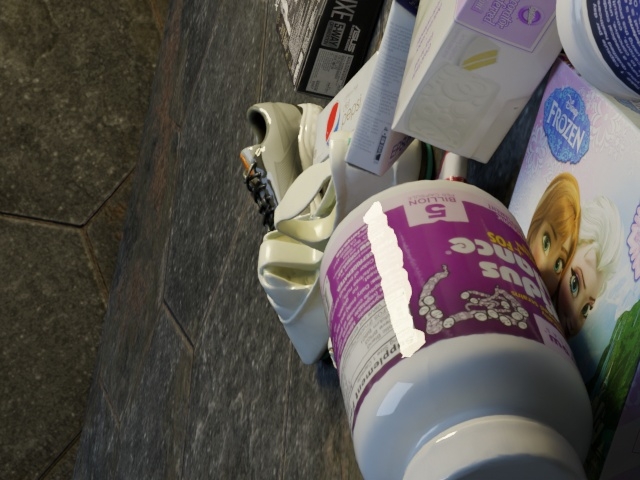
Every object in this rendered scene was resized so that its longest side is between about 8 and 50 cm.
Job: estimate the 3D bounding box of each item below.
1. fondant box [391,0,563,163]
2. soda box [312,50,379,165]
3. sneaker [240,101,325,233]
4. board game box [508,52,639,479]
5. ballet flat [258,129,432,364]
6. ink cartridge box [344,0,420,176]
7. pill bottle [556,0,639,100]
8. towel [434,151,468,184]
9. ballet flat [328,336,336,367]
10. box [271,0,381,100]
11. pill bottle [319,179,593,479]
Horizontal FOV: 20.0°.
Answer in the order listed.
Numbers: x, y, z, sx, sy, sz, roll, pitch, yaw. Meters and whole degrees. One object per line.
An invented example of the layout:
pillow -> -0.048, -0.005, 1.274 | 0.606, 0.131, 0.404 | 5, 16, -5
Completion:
fondant box -> 0.168, -0.267, 1.557 | 0.238, 0.096, 0.330 | 120, 166, -52
soda box -> 0.057, -0.137, 2.037 | 0.216, 0.069, 0.074 | 140, 138, -66
sneaker -> -0.053, -0.059, 2.311 | 0.100, 0.108, 0.271 | 125, 149, -54
board game box -> 0.207, 0.054, 1.379 | 0.318, 0.066, 0.318 | -117, 40, -66
ballet flat -> 0.000, 0.000, 2.039 | 0.400, 0.139, 0.139 | 119, 156, -50
ink cartridge box -> 0.103, -0.199, 1.776 | 0.223, 0.045, 0.224 | -48, -23, -60
pill bottle -> 0.259, -0.161, 1.166 | 0.265, 0.153, 0.153 | 178, 102, -74
towel -> 0.100, 0.098, 1.699 | 0.237, 0.037, 0.329 | 106, 170, -71
ballet flat -> 0.035, 0.107, 1.988 | 0.168, 0.052, 0.057 | 128, 148, -61
box -> 0.026, -0.363, 2.277 | 0.242, 0.076, 0.307 | -106, 30, -58
pill bottle -> 0.099, 0.101, 1.295 | 0.301, 0.169, 0.169 | -104, 28, -54
